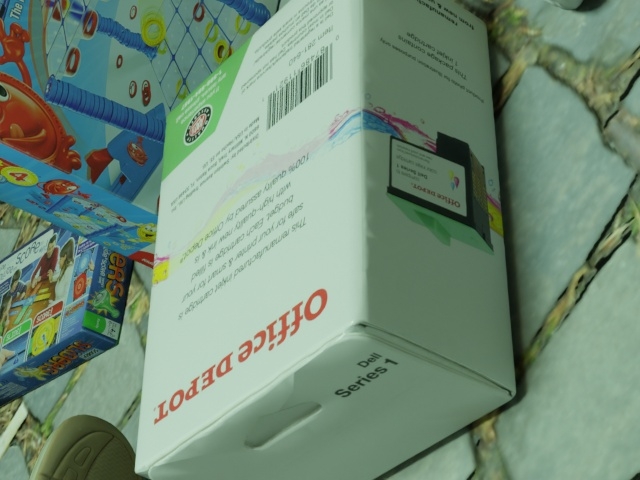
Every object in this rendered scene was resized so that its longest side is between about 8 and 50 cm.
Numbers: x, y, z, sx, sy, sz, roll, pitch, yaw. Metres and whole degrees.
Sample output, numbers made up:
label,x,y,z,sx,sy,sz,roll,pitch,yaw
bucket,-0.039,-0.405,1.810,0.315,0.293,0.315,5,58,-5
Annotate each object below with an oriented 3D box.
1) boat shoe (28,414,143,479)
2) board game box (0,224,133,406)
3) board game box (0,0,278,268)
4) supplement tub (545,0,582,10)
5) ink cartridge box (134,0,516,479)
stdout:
label,x,y,z,sx,sy,sz,roll,pitch,yaw
boat shoe,-0.182,0.256,1.046,0.092,0.103,0.285,-25,53,41
board game box,-0.226,0.050,1.335,0.201,0.035,0.136,-27,46,46
board game box,-0.185,-0.175,1.176,0.086,0.302,0.308,-23,50,49
supplement tub,0.143,-0.193,0.907,0.107,0.071,0.071,-60,30,6
ink cartridge box,0.000,0.000,0.936,0.201,0.117,0.278,-37,39,38
